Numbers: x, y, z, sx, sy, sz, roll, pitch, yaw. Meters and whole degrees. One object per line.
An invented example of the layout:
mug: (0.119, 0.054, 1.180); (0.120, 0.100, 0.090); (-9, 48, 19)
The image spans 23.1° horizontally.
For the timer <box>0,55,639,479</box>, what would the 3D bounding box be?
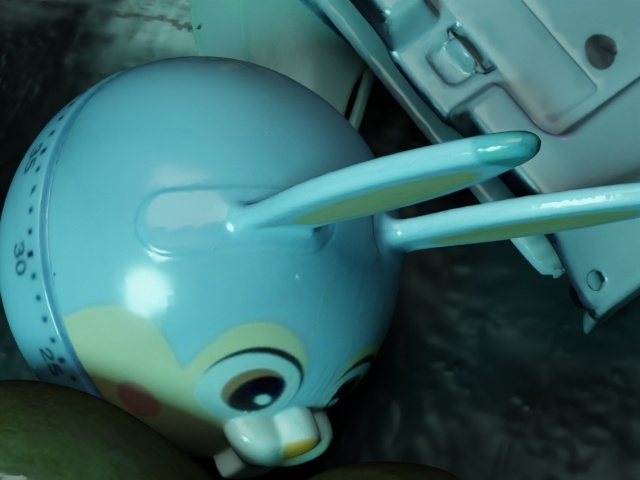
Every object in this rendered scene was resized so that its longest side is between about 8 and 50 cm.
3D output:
timer: (-0.010, 0.018, 0.587); (0.255, 0.175, 0.175); (18, 61, 39)

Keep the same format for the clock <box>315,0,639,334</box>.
clock: (0.112, -0.106, 0.673); (0.186, 0.083, 0.253); (-36, 78, -13)

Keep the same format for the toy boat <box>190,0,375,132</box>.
toy boat: (0.034, -0.142, 0.756); (0.210, 0.070, 0.291); (-11, 62, 7)

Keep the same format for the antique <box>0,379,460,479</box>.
antique: (-0.045, 0.123, 0.537); (0.257, 0.143, 0.121); (9, 33, 21)
